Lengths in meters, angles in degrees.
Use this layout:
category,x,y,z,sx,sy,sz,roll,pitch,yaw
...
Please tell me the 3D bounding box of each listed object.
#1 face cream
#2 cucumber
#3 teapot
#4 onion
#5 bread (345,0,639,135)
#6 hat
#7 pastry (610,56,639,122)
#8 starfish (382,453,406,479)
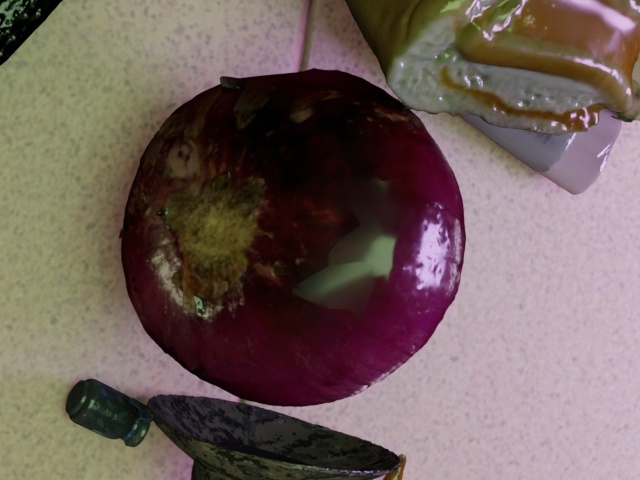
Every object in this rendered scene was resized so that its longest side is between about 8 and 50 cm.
category,x,y,z,sx,sy,sz,roll,pitch,yaw
face cream,0.203,-0.156,2.030,0.269,0.073,0.107,31,82,-23
cucumber,-0.317,-0.201,1.810,0.072,0.072,0.300,44,79,-21
teapot,-0.211,0.169,1.911,0.083,0.049,0.063,28,114,-25
onion,0.000,0.000,1.864,0.385,0.348,0.347,9,94,-60
bread,0.166,-0.281,1.855,0.301,0.341,0.210,15,126,-32
hat,-0.058,0.247,1.887,0.266,0.265,0.128,9,99,-23
pastry,0.362,-0.259,2.043,0.265,0.133,0.264,-2,94,-24
starfish,0.018,0.382,2.020,0.294,0.084,0.301,-15,98,-18
